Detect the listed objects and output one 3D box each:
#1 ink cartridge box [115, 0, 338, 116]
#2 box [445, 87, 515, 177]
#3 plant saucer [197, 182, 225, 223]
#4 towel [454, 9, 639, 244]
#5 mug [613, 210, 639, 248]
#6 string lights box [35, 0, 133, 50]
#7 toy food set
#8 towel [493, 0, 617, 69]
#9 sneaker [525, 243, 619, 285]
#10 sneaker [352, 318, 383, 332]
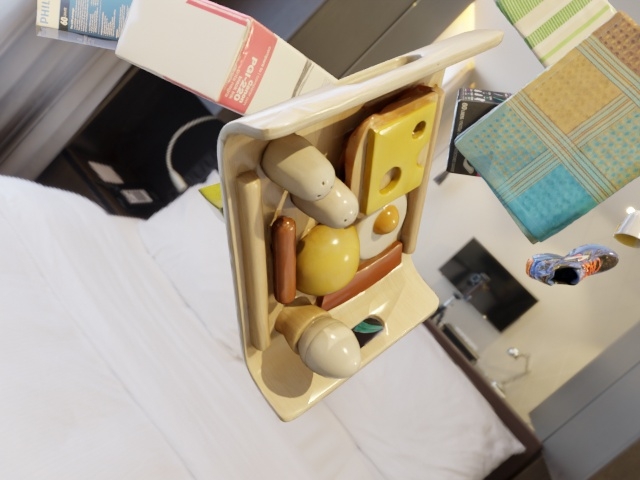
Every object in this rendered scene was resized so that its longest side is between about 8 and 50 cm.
[{"bbox_3d":[-0.095,-0.197,0.658,0.158,0.092,0.218,29,12,24],"label":"ink cartridge box"},{"bbox_3d":[0.420,-0.223,1.231,0.270,0.165,0.143,9,27,10],"label":"box"},{"bbox_3d":[-0.157,-0.087,1.264,0.188,0.188,0.045,83,-8,-75],"label":"plant saucer"},{"bbox_3d":[0.466,-0.200,1.037,0.040,0.370,0.271,14,42,-58],"label":"towel"},{"bbox_3d":[0.643,-0.028,1.176,0.062,0.064,0.078,37,-12,-39],"label":"mug"},{"bbox_3d":[-0.474,-0.497,1.247,0.259,0.133,0.077,4,-1,-24],"label":"string lights box"},{"bbox_3d":[0.043,0.000,0.463,0.092,0.219,0.306,39,-35,32],"label":"toy food set"},{"bbox_3d":[0.638,-0.626,1.546,0.325,0.248,0.038,51,1,-1],"label":"towel"},{"bbox_3d":[0.608,0.070,1.356,0.087,0.221,0.083,-110,-172,-62],"label":"sneaker"},{"bbox_3d":[0.080,0.108,1.254,0.295,0.178,0.124,32,49,-19],"label":"sneaker"}]
